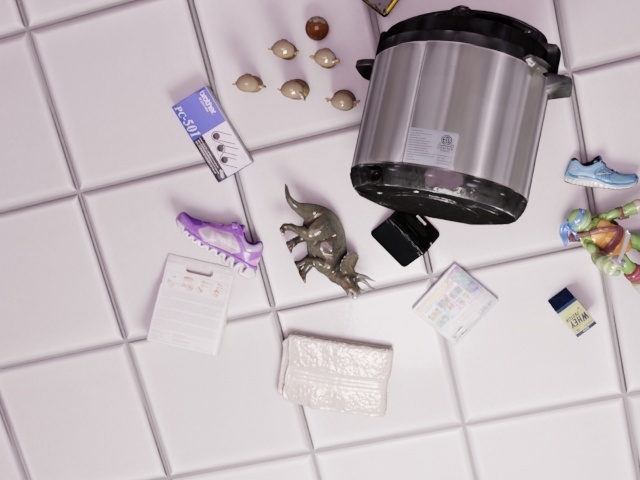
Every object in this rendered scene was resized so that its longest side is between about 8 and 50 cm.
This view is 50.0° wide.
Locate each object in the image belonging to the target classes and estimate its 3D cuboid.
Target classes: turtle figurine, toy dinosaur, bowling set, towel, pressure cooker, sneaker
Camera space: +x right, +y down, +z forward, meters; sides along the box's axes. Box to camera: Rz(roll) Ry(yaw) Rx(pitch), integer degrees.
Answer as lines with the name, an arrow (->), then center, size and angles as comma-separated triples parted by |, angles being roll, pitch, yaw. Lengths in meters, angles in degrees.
turtle figurine -> 0.694, 0.006, 1.501 | 0.266, 0.198, 0.274 | 34, 135, -17
toy dinosaur -> 0.000, 0.000, 1.637 | 0.160, 0.121, 0.314 | -23, 95, -3
bowling set -> -0.044, -0.399, 1.516 | 0.286, 0.154, 0.200 | 8, 103, 3
towel -> 0.036, 0.336, 1.724 | 0.282, 0.049, 0.187 | 7, 104, 3
pressure cooker -> 0.274, -0.263, 1.390 | 0.369, 0.375, 0.421 | 13, 85, -22
sneaker -> 0.640, -0.155, 1.556 | 0.162, 0.063, 0.073 | 7, 100, 3
sneaker -> -0.234, -0.010, 1.657 | 0.236, 0.095, 0.105 | 33, 96, -8

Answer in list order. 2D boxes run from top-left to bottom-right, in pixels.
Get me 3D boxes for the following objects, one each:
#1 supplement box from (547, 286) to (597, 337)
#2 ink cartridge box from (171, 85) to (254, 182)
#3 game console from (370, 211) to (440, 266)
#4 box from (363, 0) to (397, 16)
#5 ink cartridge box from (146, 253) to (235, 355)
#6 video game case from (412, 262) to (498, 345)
supplement box -> 0.592, 0.169, 1.619 | 0.056, 0.083, 0.083 | -40, 97, 13
ink cartridge box -> -0.253, -0.250, 1.623 | 0.097, 0.046, 0.207 | -29, 98, 9
game console -> 0.204, -0.016, 1.651 | 0.122, 0.071, 0.107 | 45, 72, -6
box -> 0.093, -0.686, 1.482 | 0.322, 0.079, 0.257 | 38, 105, -4
ink cartridge box -> -0.321, 0.162, 1.729 | 0.181, 0.056, 0.225 | 13, 85, 2
video game case -> 0.328, 0.156, 1.674 | 0.143, 0.019, 0.157 | 40, 104, -4
